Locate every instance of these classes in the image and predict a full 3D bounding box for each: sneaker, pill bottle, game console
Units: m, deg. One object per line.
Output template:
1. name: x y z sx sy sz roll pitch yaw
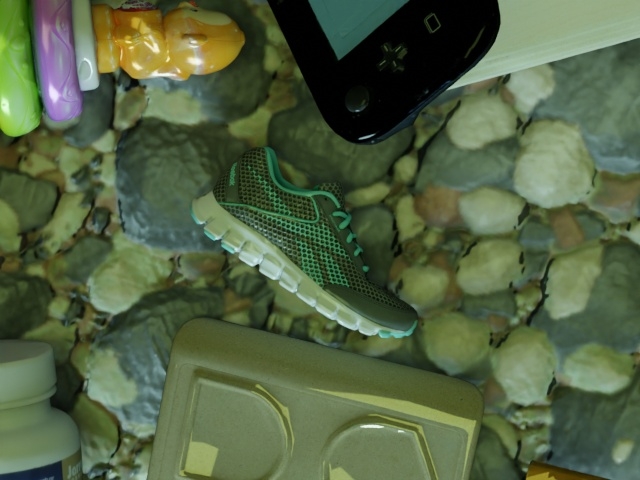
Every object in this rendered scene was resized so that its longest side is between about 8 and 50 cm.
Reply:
1. sneaker: 0.000 0.000 0.910 0.166 0.065 0.076 34 96 -1
2. pill bottle: -0.211 0.165 0.926 0.112 0.112 0.186 -1 98 6
3. game console: -0.003 -0.217 0.732 0.213 0.044 0.361 -44 55 31

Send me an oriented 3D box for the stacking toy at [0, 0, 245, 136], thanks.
1. stacking toy: -0.198 -0.121 0.880 0.302 0.175 0.165 -5 100 -5

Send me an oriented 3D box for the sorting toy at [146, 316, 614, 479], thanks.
1. sorting toy: 0.031 0.193 0.931 0.307 0.041 0.229 13 95 11

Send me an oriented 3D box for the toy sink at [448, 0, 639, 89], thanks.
1. toy sink: 0.142 -0.190 0.810 0.234 0.153 0.131 -14 110 8
